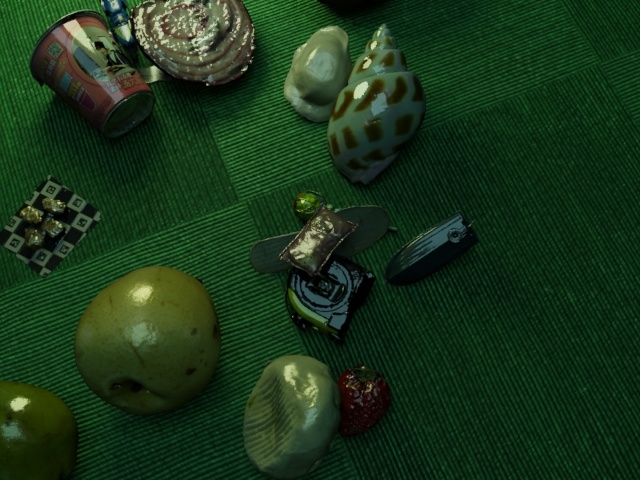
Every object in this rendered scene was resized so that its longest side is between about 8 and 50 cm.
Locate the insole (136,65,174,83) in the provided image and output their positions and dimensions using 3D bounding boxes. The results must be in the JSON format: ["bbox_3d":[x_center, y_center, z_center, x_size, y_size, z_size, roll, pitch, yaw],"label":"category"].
[{"bbox_3d":[-0.425,-0.445,1.916,0.193,0.006,0.065,-14,70,-3],"label":"insole"}]

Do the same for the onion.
[{"bbox_3d":[-0.329,-0.506,1.872,0.314,0.146,0.280,-21,84,-23],"label":"onion"}]

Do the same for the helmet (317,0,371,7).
[{"bbox_3d":[0.071,-0.732,1.909,0.338,0.197,0.271,-25,62,0],"label":"helmet"}]

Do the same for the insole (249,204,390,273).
[{"bbox_3d":[0.000,0.000,1.709,0.348,0.009,0.119,-16,103,-2],"label":"insole"}]

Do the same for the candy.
[{"bbox_3d":[0.061,-0.059,1.737,0.261,0.073,0.077,15,60,0],"label":"candy"}]

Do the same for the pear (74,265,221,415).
[{"bbox_3d":[-0.359,0.206,1.527,0.309,0.309,0.310,0,70,1],"label":"pear"}]

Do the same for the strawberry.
[{"bbox_3d":[0.092,0.348,1.555,0.131,0.131,0.148,4,94,3],"label":"strawberry"}]

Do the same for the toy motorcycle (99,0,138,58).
[{"bbox_3d":[-0.535,-0.597,1.906,0.092,0.135,0.255,-23,71,-7],"label":"toy motorcycle"}]

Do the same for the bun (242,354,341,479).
[{"bbox_3d":[-0.044,0.369,1.508,0.159,0.259,0.260,15,66,-31],"label":"bun"}]

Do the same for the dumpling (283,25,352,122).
[{"bbox_3d":[-0.002,-0.430,1.837,0.162,0.132,0.250,14,91,3],"label":"dumpling"}]

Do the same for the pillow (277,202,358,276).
[{"bbox_3d":[-0.004,0.001,1.633,0.118,0.043,0.185,26,61,27],"label":"pillow"}]

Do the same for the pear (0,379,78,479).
[{"bbox_3d":[-0.626,0.406,1.503,0.269,0.212,0.212,44,76,10],"label":"pear"}]

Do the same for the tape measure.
[{"bbox_3d":[0.009,0.118,1.644,0.186,0.112,0.199,25,71,12],"label":"tape measure"}]

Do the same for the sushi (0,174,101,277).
[{"bbox_3d":[-0.670,-0.043,1.757,0.192,0.040,0.210,34,74,13],"label":"sushi"}]

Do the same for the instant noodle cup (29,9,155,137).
[{"bbox_3d":[-0.555,-0.400,1.801,0.244,0.244,0.255,-40,82,-12],"label":"instant noodle cup"}]

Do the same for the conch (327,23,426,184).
[{"bbox_3d":[0.132,-0.333,1.766,0.249,0.197,0.368,-1,62,23],"label":"conch"}]

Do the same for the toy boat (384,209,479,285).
[{"bbox_3d":[0.255,0.027,1.689,0.246,0.103,0.093,-34,86,4],"label":"toy boat"}]
